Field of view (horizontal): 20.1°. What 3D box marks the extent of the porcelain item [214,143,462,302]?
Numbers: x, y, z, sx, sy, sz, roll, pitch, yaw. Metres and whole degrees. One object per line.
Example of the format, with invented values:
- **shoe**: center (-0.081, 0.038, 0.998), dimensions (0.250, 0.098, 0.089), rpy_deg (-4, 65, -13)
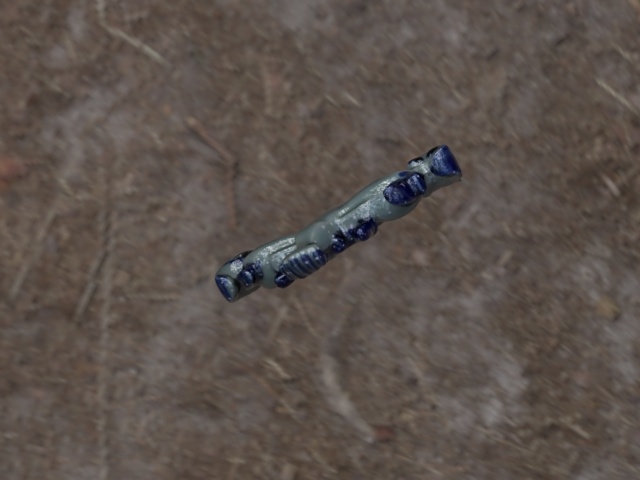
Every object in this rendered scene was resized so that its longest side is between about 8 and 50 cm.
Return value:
- **porcelain item**: center (0.000, 0.000, 0.826), dimensions (0.136, 0.075, 0.021), rpy_deg (-29, 95, 24)
